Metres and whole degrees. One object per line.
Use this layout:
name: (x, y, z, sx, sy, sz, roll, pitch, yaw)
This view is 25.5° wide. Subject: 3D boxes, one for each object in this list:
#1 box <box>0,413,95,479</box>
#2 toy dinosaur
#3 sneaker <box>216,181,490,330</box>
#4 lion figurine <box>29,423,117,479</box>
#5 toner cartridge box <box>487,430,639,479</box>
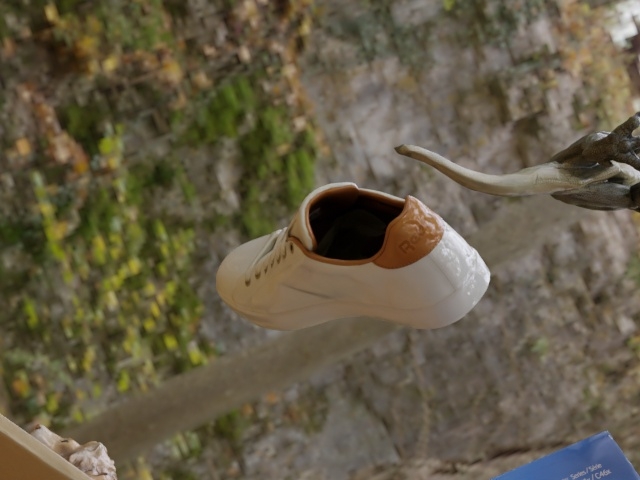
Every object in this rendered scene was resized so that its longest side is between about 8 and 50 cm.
box: (-0.273, 0.236, 1.222, 0.201, 0.164, 0.021, 38, 27, -12)
toy dinosaur: (0.186, -0.046, 0.926, 0.118, 0.268, 0.064, -1, -92, 50)
sneaker: (0.000, 0.000, 1.150, 0.290, 0.106, 0.123, -4, -45, 47)
lion figurine: (-0.256, 0.311, 1.545, 0.392, 0.240, 0.142, 4, -69, 50)
toner cartridge box: (0.026, 0.239, 0.827, 0.075, 0.347, 0.165, 59, -23, 33)
